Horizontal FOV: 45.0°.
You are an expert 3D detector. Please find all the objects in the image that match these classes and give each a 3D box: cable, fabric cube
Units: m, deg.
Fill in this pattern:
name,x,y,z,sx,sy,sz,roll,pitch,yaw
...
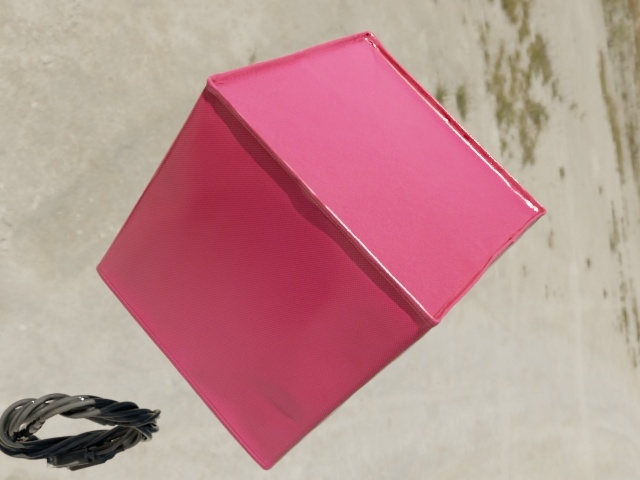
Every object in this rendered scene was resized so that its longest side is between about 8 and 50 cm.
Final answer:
name,x,y,z,sx,sy,sz,roll,pitch,yaw
cable,-0.272,0.210,0.881,0.151,0.184,0.047,62,17,-49
fabric cube,0.000,0.000,0.721,0.254,0.258,0.259,47,39,9
